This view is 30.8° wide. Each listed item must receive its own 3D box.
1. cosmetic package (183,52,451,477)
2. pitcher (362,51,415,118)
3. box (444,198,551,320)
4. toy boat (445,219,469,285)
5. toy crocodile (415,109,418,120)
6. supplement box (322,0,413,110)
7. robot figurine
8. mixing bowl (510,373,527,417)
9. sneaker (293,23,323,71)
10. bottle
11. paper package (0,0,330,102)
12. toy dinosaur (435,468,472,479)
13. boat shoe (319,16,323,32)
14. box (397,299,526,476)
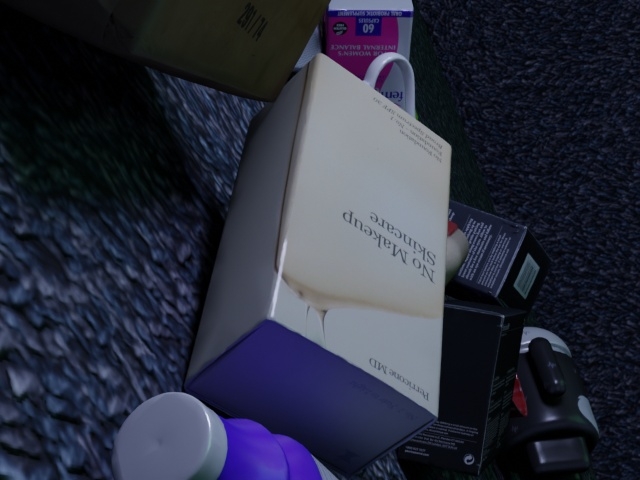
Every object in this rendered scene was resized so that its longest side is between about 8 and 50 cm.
[{"bbox_3d":[0.010,0.011,0.932,0.160,0.113,0.309,32,40,-22],"label":"cosmetic package"},{"bbox_3d":[0.087,-0.124,1.509,0.207,0.178,0.125,48,-7,-36],"label":"pitcher"},{"bbox_3d":[0.195,0.018,1.623,0.108,0.207,0.153,-65,150,-7],"label":"box"},{"bbox_3d":[0.087,0.022,1.445,0.151,0.151,0.231,37,11,6],"label":"toy boat"},{"bbox_3d":[0.110,-0.124,1.744,0.340,0.115,0.105,60,15,-28],"label":"toy crocodile"},{"bbox_3d":[0.058,-0.236,1.559,0.114,0.111,0.220,-94,-176,-51],"label":"supplement box"},{"bbox_3d":[0.352,0.275,1.915,0.174,0.209,0.278,26,39,-37],"label":"robot figurine"},{"bbox_3d":[0.224,0.190,1.708,0.181,0.098,0.181,60,16,-30],"label":"mixing bowl"},{"bbox_3d":[-0.067,-0.342,1.518,0.091,0.094,0.258,-102,175,-82],"label":"sneaker"},{"bbox_3d":[-0.031,0.188,0.751,0.283,0.092,0.118,51,20,-48],"label":"bottle"},{"bbox_3d":[-0.077,-0.274,0.841,0.168,0.309,0.325,32,9,10],"label":"paper package"},{"bbox_3d":[0.233,0.367,1.232,0.121,0.314,0.160,10,95,-62],"label":"toy dinosaur"},{"bbox_3d":[0.044,-0.338,1.891,0.285,0.103,0.092,58,21,-18],"label":"boat shoe"},{"bbox_3d":[0.178,0.168,1.412,0.261,0.103,0.184,10,91,-74],"label":"box"}]
